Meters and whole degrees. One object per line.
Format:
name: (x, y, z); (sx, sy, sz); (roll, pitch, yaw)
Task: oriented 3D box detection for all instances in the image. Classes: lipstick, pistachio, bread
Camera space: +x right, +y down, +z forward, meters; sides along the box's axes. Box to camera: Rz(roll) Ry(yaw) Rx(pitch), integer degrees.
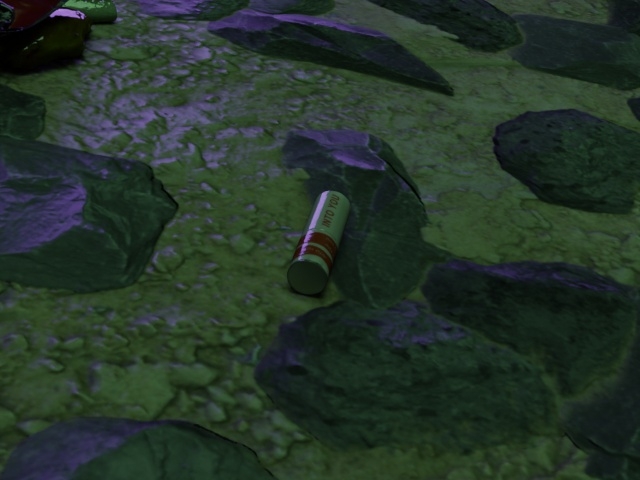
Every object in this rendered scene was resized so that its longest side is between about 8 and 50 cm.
lipstick: (0.000, 0.000, 1.005); (0.038, 0.038, 0.131); (14, 34, 3)
pistachio: (-0.321, -0.251, 1.266); (0.089, 0.049, 0.173); (19, 35, 10)
bread: (-0.354, -0.339, 1.400); (0.112, 0.036, 0.193); (-11, 39, -29)

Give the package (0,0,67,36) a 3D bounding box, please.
package: (-0.435, -0.233, 1.191); (0.194, 0.071, 0.269); (17, 30, 23)
